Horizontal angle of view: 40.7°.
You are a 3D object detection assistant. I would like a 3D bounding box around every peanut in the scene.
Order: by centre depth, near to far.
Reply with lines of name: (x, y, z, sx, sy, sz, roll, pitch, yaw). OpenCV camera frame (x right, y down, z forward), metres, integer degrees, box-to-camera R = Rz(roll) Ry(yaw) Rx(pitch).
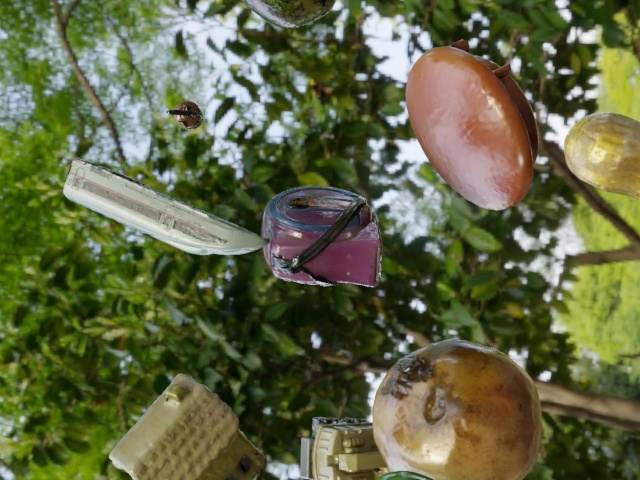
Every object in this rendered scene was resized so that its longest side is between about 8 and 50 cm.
peanut: (0.357, -0.075, 0.904, 0.087, 0.206, 0.087, -67, -12, 0)

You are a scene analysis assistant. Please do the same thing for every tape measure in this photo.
tape measure: (0.000, 0.000, 1.678, 0.245, 0.231, 0.149, -90, 0, -60)

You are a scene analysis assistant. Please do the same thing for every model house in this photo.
model house: (-0.238, 0.348, 1.451, 0.193, 0.174, 0.234, -47, -48, -20)

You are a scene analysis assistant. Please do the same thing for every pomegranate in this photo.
pomegranate: (0.252, 0.337, 1.603, 0.322, 0.322, 0.322, 8, -90, -66)
pomegranate: (-0.057, -0.566, 1.824, 0.222, 0.203, 0.276, 64, -154, -8)

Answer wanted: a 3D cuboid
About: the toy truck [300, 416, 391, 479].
toy truck: (0.163, 0.503, 1.995, 0.404, 0.254, 0.181, 6, -98, -26)

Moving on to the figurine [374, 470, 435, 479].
figurine: (0.122, 0.387, 1.142, 0.143, 0.162, 0.263, -54, -19, -12)

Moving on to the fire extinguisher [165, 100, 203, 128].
fire extinguisher: (-0.236, -0.221, 1.520, 0.177, 0.062, 0.050, -139, 53, -82)

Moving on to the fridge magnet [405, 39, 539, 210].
fridge magnet: (0.311, -0.230, 1.769, 0.155, 0.363, 0.364, -30, -48, -19)

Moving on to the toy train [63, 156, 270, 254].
toy train: (-0.291, -0.043, 1.631, 0.086, 0.406, 0.088, 18, -86, -77)
